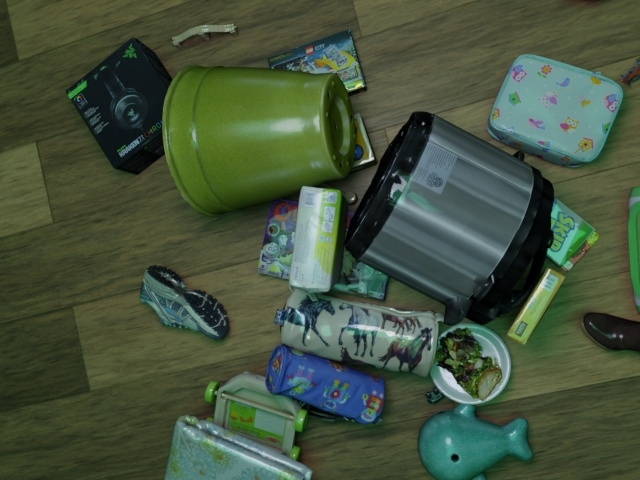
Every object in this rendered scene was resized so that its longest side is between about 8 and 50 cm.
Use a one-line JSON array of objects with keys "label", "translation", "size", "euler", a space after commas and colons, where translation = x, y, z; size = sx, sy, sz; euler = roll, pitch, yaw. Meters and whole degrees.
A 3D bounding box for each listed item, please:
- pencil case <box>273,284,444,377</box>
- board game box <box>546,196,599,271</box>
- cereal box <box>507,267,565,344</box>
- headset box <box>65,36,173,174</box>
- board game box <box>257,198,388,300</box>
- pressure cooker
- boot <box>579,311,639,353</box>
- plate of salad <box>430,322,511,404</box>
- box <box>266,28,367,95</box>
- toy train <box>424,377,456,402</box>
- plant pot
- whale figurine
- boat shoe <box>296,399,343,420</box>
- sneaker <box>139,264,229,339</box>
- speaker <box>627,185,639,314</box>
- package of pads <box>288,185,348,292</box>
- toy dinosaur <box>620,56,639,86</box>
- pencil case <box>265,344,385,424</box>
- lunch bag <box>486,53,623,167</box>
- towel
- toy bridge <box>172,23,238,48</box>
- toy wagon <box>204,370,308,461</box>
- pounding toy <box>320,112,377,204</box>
[{"label": "pencil case", "translation": [0.098, 0.220, 1.466], "size": [0.410, 0.160, 0.184], "euler": [9, 120, 12]}, {"label": "board game box", "translation": [0.547, -0.048, 1.451], "size": [0.259, 0.039, 0.124], "euler": [40, 98, 6]}, {"label": "cereal box", "translation": [0.494, 0.150, 1.352], "size": [0.047, 0.240, 0.173], "euler": [31, 96, 20]}, {"label": "headset box", "translation": [-0.511, -0.370, 1.611], "size": [0.246, 0.131, 0.283], "euler": [-34, 83, 8]}, {"label": "board game box", "translation": [0.019, 0.021, 1.547], "size": [0.346, 0.056, 0.208], "euler": [11, 87, 11]}, {"label": "pressure cooker", "translation": [0.302, -0.037, 1.299], "size": [0.420, 0.375, 0.370], "euler": [26, 113, -2]}, {"label": "boot", "translation": [0.742, 0.196, 1.318], "size": [0.248, 0.207, 0.090], "euler": [23, 62, 2]}, {"label": "plate of salad", "translation": [0.365, 0.300, 1.451], "size": [0.199, 0.048, 0.200], "euler": [-6, 70, 15]}, {"label": "box", "translation": [-0.010, -0.440, 1.557], "size": [0.233, 0.044, 0.159], "euler": [-16, 86, 11]}, {"label": "toy train", "translation": [0.337, 0.365, 1.488], "size": [0.158, 0.027, 0.036], "euler": [-34, 85, 9]}, {"label": "plant pot", "translation": [-0.114, -0.247, 1.384], "size": [0.352, 0.366, 0.367], "euler": [-2, 89, 21]}, {"label": "whale figurine", "translation": [0.371, 0.497, 1.421], "size": [0.271, 0.141, 0.216], "euler": [-7, 88, 10]}, {"label": "boat shoe", "translation": [-0.030, 0.421, 1.539], "size": [0.206, 0.065, 0.075], "euler": [14, 92, 11]}, {"label": "sneaker", "translation": [-0.373, 0.189, 1.606], "size": [0.283, 0.110, 0.122], "euler": [36, 114, 12]}, {"label": "speaker", "translation": [0.783, 0.022, 1.356], "size": [0.131, 0.131, 0.297], "euler": [-3, 89, 11]}, {"label": "package of pads", "translation": [0.000, 0.000, 1.376], "size": [0.101, 0.296, 0.229], "euler": [7, 91, 6]}, {"label": "toy dinosaur", "translation": [0.763, -0.402, 1.397], "size": [0.047, 0.090, 0.082], "euler": [47, 130, -7]}, {"label": "pencil case", "translation": [0.012, 0.359, 1.449], "size": [0.306, 0.119, 0.133], "euler": [22, 98, -16]}, {"label": "lunch bag", "translation": [0.561, -0.313, 1.412], "size": [0.279, 0.108, 0.224], "euler": [22, 88, 9]}, {"label": "towel", "translation": [-0.227, 0.646, 1.522], "size": [0.374, 0.090, 0.321], "euler": [20, 111, 9]}, {"label": "toy bridge", "translation": [-0.318, -0.566, 1.610], "size": [0.188, 0.063, 0.026], "euler": [-8, 88, 11]}, {"label": "toy wagon", "translation": [-0.178, 0.509, 1.541], "size": [0.267, 0.068, 0.345], "euler": [15, 112, 12]}, {"label": "pounding toy", "translation": [0.051, -0.195, 1.517], "size": [0.181, 0.094, 0.206], "euler": [-18, 85, 10]}]
